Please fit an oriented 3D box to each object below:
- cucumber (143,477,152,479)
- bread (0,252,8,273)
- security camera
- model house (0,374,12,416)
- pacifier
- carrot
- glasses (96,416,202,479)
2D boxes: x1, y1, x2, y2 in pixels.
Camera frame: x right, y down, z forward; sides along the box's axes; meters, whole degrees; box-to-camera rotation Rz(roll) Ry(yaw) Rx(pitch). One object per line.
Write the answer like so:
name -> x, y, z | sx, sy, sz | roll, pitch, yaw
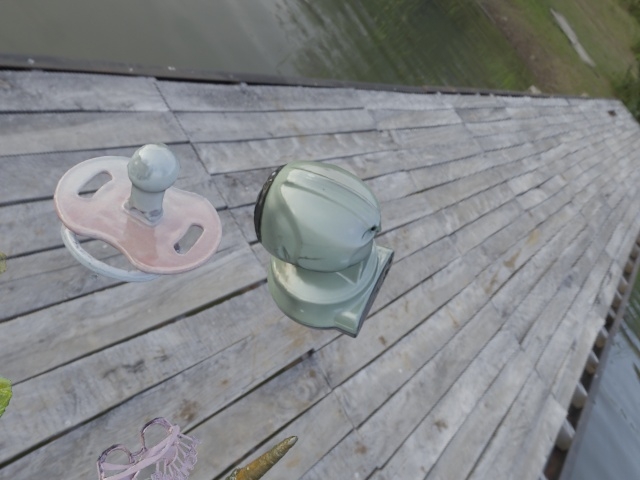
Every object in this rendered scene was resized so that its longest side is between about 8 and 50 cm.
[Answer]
cucumber -> -0.561, 0.833, 1.779 | 0.064, 0.112, 0.064 | 0, 91, -29
bread -> -0.909, 0.052, 1.292 | 0.262, 0.162, 0.204 | 26, -2, -22
security camera -> 0.000, 0.000, 0.810 | 0.191, 0.277, 0.197 | 22, 62, 17
model house -> -0.985, 0.417, 1.439 | 0.194, 0.211, 0.170 | 23, 75, 19
pacifier -> -0.347, -0.068, 1.054 | 0.332, 0.273, 0.220 | 31, 9, -1
carrot -> -0.124, 0.380, 0.846 | 0.049, 0.254, 0.049 | 43, 16, -15
glasses -> -0.376, 0.508, 1.208 | 0.256, 0.095, 0.162 | -26, 101, -37
